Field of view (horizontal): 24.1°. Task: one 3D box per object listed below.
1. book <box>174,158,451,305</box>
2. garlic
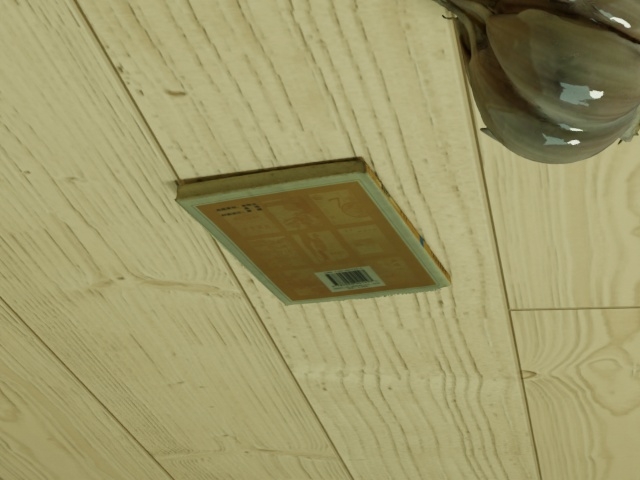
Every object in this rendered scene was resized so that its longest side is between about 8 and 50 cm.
[{"bbox_3d":[0.000,-0.001,1.309,0.170,0.018,0.242,-7,153,19],"label":"book"},{"bbox_3d":[0.125,-0.133,0.921,0.194,0.127,0.131,31,122,6],"label":"garlic"}]
